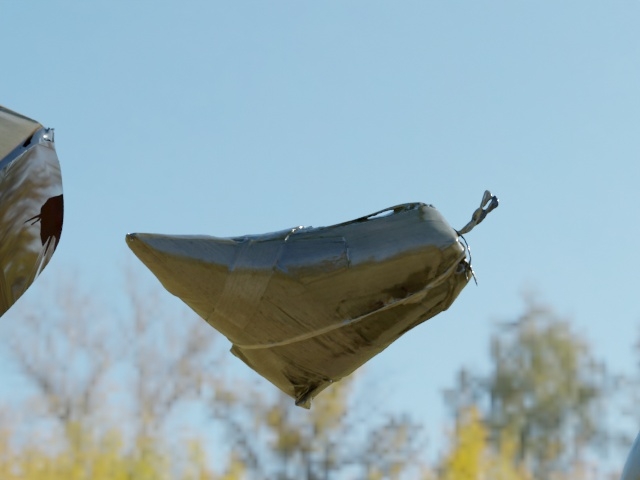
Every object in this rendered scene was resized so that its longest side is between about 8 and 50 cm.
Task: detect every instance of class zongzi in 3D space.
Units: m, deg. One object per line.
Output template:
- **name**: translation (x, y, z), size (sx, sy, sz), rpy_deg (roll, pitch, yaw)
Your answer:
- **zongzi**: translation (0.000, 0.000, 1.220), size (0.189, 0.081, 0.178), rpy_deg (-36, -55, 15)

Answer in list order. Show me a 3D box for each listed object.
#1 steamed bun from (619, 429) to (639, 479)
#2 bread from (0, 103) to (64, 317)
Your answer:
- **steamed bun**: translation (0.318, 0.219, 1.088), size (0.342, 0.367, 0.255), rpy_deg (7, -8, -1)
- **bread**: translation (-0.255, -0.007, 0.988), size (0.212, 0.142, 0.224), rpy_deg (9, 29, 17)
